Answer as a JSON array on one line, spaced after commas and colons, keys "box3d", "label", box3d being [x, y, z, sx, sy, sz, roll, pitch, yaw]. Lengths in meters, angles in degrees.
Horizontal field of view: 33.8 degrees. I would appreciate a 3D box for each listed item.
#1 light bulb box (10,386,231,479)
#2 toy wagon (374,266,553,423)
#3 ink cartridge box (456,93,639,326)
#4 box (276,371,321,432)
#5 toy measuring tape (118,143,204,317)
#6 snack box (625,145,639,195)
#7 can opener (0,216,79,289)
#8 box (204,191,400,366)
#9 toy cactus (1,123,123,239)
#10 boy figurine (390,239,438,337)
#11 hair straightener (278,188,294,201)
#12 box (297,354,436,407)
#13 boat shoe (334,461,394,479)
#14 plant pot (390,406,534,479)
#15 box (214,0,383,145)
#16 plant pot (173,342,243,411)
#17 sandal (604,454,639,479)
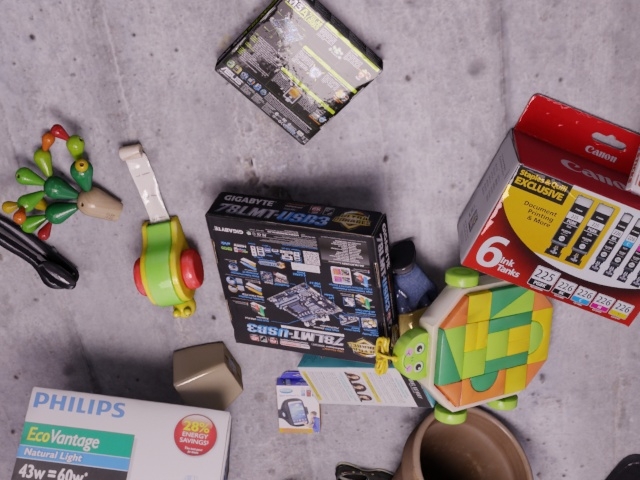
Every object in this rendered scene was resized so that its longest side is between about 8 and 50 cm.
[{"box3d": [-0.351, 0.446, 1.911, 0.357, 0.225, 0.361, 8, 152, -2], "label": "light bulb box"}, {"box3d": [0.246, 0.176, 1.762, 0.344, 0.068, 0.267, -9, 110, -32], "label": "toy wagon"}, {"box3d": [0.415, -0.046, 1.678, 0.309, 0.130, 0.272, 20, 121, -9], "label": "ink cartridge box"}, {"box3d": [-0.041, 0.307, 1.998, 0.081, 0.028, 0.136, 0, 125, 4], "label": "box"}, {"box3d": [-0.273, 0.004, 1.762, 0.121, 0.121, 0.330, -10, 122, 10], "label": "toy measuring tape"}, {"box3d": [0.524, -0.150, 1.609, 0.064, 0.022, 0.178, 20, 86, -9], "label": "snack box"}, {"box3d": [-0.496, 0.019, 1.824, 0.186, 0.059, 0.073, 40, 144, -10], "label": "can opener"}, {"box3d": [-0.025, 0.068, 1.753, 0.295, 0.073, 0.293, 7, 133, 20], "label": "box"}, {"box3d": [-0.413, -0.077, 1.736, 0.180, 0.112, 0.219, 23, 114, -22], "label": "toy cactus"}, {"box3d": [0.183, 0.136, 1.832, 0.177, 0.092, 0.285, -20, 121, 22], "label": "boy figurine"}, {"box3d": [0.000, 0.000, 1.779, 0.089, 0.047, 0.230, -33, 110, 22], "label": "hair straightener"}, {"box3d": [0.086, 0.239, 1.869, 0.244, 0.060, 0.101, -4, 129, 34], "label": "box"}, {"box3d": [0.093, 0.477, 2.093, 0.132, 0.042, 0.049, 15, 121, -8], "label": "boat shoe"}, {"box3d": [0.232, 0.471, 1.980, 0.263, 0.263, 0.229, 26, 140, -13], "label": "plant pot"}, {"box3d": [-0.033, -0.268, 1.612, 0.190, 0.045, 0.184, 39, 115, -19], "label": "box"}, {"box3d": [-0.201, 0.252, 1.930, 0.096, 0.109, 0.109, -26, 118, 6], "label": "plant pot"}, {"box3d": [0.576, 0.527, 2.086, 0.097, 0.054, 0.255, 16, 123, -7], "label": "sandal"}]
